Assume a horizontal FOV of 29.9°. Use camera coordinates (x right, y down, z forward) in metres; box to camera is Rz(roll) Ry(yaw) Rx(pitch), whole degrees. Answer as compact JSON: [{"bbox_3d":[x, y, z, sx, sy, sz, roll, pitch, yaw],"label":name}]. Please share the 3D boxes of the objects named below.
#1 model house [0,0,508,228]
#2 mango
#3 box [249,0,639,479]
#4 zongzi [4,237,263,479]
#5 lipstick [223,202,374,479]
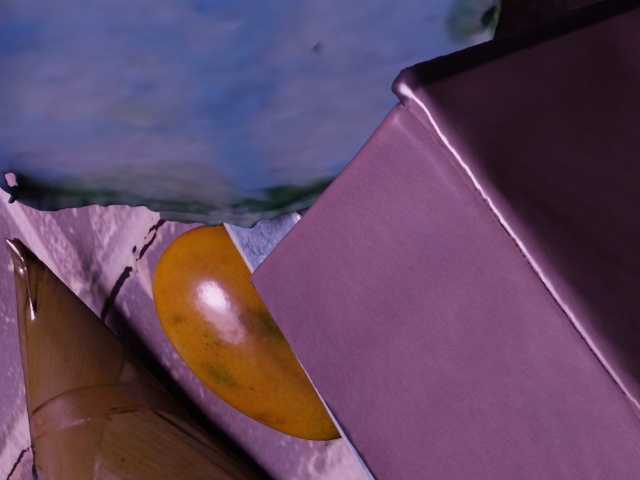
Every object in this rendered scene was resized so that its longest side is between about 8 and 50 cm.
[{"bbox_3d":[-0.063,-0.164,0.565,0.261,0.226,0.241,130,137,-59],"label":"model house"},{"bbox_3d":[-0.040,0.062,0.766,0.163,0.089,0.111,56,151,-2],"label":"mango"},{"bbox_3d":[0.122,0.050,0.499,0.252,0.188,0.153,56,139,12],"label":"box"},{"bbox_3d":[-0.126,0.137,0.879,0.260,0.123,0.289,2,104,44],"label":"zongzi"},{"bbox_3d":[0.000,0.000,0.700,0.289,0.076,0.077,59,141,11],"label":"lipstick"}]
